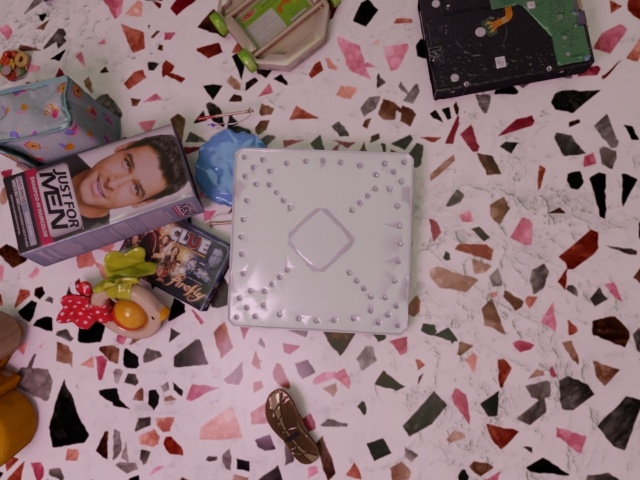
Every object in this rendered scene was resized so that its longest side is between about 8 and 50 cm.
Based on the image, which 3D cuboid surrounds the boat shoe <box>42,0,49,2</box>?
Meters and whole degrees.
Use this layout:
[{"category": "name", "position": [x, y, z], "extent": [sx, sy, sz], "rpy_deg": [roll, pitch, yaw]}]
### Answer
[{"category": "boat shoe", "position": [-0.633, -0.660, 1.314], "extent": [0.184, 0.066, 0.063], "rpy_deg": [-28, 92, 3]}]

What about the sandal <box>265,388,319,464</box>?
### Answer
[{"category": "sandal", "position": [-0.061, 0.403, 1.149], "extent": [0.072, 0.049, 0.180], "rpy_deg": [-30, 96, 9]}]

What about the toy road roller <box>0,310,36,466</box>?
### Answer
[{"category": "toy road roller", "position": [-0.741, 0.346, 1.165], "extent": [0.240, 0.202, 0.330], "rpy_deg": [28, 93, -3]}]

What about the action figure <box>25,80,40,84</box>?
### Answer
[{"category": "action figure", "position": [-0.682, -0.374, 1.309], "extent": [0.115, 0.030, 0.038], "rpy_deg": [20, 92, 10]}]

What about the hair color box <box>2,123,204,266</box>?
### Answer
[{"category": "hair color box", "position": [-0.468, -0.099, 1.158], "extent": [0.374, 0.114, 0.186], "rpy_deg": [-20, 75, -7]}]

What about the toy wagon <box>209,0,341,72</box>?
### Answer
[{"category": "toy wagon", "position": [-0.130, -0.568, 1.240], "extent": [0.267, 0.068, 0.344], "rpy_deg": [-37, 81, 2]}]

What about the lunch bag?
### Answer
[{"category": "lunch bag", "position": [-0.620, -0.235, 1.187], "extent": [0.262, 0.223, 0.160], "rpy_deg": [-13, 75, 6]}]

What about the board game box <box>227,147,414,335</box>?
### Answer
[{"category": "board game box", "position": [0.000, 0.000, 1.157], "extent": [0.389, 0.050, 0.391], "rpy_deg": [2, 88, 4]}]

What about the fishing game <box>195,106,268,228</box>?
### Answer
[{"category": "fishing game", "position": [-0.197, -0.167, 1.224], "extent": [0.188, 0.041, 0.265], "rpy_deg": [-8, 92, 6]}]

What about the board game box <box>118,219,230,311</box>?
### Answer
[{"category": "board game box", "position": [-0.334, 0.035, 1.217], "extent": [0.243, 0.042, 0.165], "rpy_deg": [26, 88, 9]}]

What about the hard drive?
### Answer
[{"category": "hard drive", "position": [0.401, -0.457, 1.165], "extent": [0.338, 0.064, 0.237], "rpy_deg": [-10, 83, 7]}]

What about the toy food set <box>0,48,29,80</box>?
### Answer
[{"category": "toy food set", "position": [-0.777, -0.444, 1.330], "extent": [0.083, 0.020, 0.083], "rpy_deg": [22, 88, 8]}]

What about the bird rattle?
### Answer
[{"category": "bird rattle", "position": [-0.451, 0.148, 1.166], "extent": [0.207, 0.143, 0.253], "rpy_deg": [43, 115, -16]}]
